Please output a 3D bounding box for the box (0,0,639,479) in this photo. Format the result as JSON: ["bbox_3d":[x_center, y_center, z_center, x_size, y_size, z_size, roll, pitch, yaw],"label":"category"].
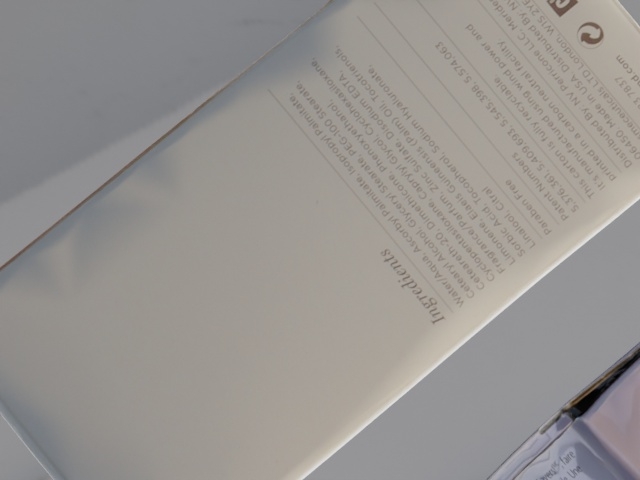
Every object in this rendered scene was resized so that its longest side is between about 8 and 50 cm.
[{"bbox_3d":[0.000,0.000,0.997,0.345,0.215,0.168,-40,-91,-5],"label":"box"}]

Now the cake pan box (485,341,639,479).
[{"bbox_3d":[0.127,0.178,0.636,0.246,0.267,0.070,45,-126,9],"label":"cake pan box"}]
